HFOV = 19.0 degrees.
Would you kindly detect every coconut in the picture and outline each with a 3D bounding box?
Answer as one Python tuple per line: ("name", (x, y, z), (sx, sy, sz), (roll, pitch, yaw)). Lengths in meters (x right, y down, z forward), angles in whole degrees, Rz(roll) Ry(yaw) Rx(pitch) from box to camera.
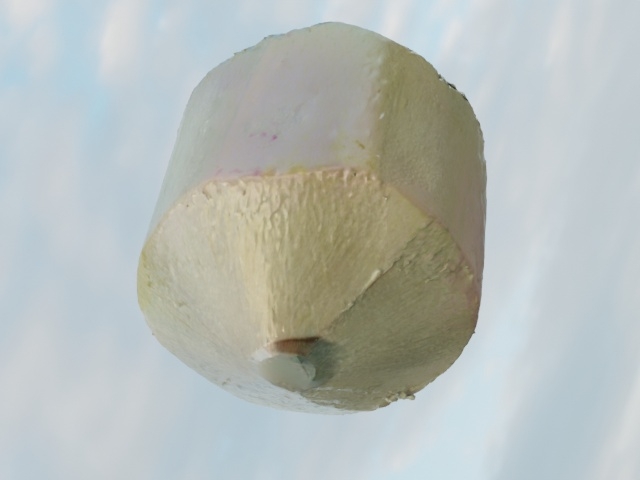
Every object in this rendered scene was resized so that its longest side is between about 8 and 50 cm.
("coconut", (0.000, 0.000, 0.815), (0.147, 0.147, 0.153), (91, -173, -47))
